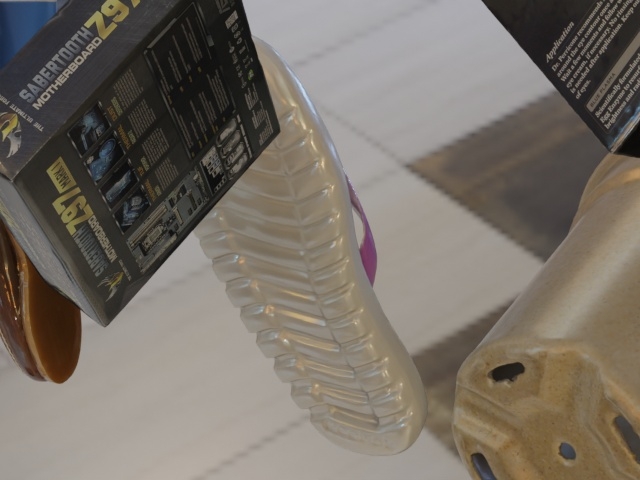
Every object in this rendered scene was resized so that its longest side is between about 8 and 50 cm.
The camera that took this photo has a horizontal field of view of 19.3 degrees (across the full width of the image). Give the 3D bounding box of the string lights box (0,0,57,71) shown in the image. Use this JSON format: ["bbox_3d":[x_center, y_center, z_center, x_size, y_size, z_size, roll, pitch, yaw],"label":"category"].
[{"bbox_3d":[-0.332,-0.157,2.097,0.077,0.260,0.133,-2,-6,-15],"label":"string lights box"}]

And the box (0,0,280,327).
[{"bbox_3d":[-0.117,-0.067,1.149,0.059,0.233,0.183,35,76,20],"label":"box"}]

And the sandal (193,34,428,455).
[{"bbox_3d":[-0.013,-0.001,1.609,0.169,0.416,0.102,1,33,34],"label":"sandal"}]

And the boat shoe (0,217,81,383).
[{"bbox_3d":[-0.242,0.016,1.475,0.073,0.207,0.073,0,23,25],"label":"boat shoe"}]

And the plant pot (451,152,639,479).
[{"bbox_3d":[0.283,0.107,1.603,0.334,0.334,0.305,24,41,32],"label":"plant pot"}]

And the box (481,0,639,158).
[{"bbox_3d":[0.204,-0.125,1.119,0.156,0.093,0.158,6,39,-42],"label":"box"}]
